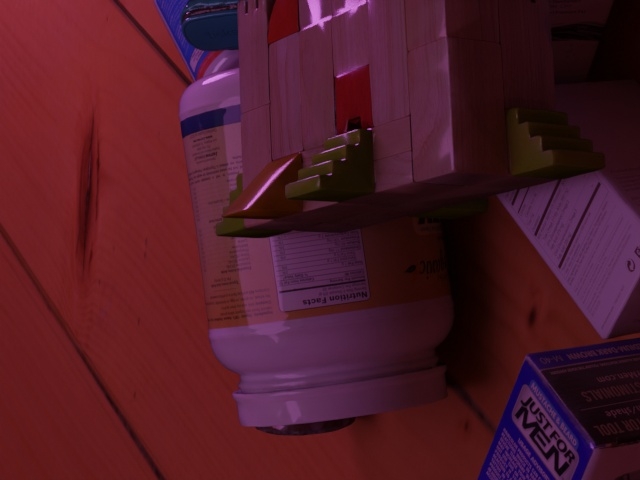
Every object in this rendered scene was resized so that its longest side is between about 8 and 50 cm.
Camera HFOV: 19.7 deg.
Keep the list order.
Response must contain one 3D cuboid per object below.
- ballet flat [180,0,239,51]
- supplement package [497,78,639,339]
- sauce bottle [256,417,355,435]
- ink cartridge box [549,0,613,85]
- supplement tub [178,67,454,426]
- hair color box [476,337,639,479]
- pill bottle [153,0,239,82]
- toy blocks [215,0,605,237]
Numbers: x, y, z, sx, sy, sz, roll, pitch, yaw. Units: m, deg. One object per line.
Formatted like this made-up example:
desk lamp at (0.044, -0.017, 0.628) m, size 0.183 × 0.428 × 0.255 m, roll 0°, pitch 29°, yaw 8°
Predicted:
ballet flat at (-0.015, -0.227, 1.746) m, size 0.247 × 0.087 × 0.083 m, roll 2°, pitch 143°, yaw 24°
supplement package at (0.226, -0.027, 1.397) m, size 0.179 × 0.105 × 0.105 m, roll 58°, pitch 142°, yaw 37°
sauce bottle at (-0.027, 0.020, 1.846) m, size 0.111 × 0.111 × 0.344 m, roll 8°, pitch 104°, yaw 60°
ink cartridge box at (0.162, -0.206, 1.451) m, size 0.203 × 0.086 × 0.148 m, roll 105°, pitch 155°, yaw -42°
supplement tub at (0.000, 0.000, 1.676) m, size 0.228 × 0.228 × 0.316 m, roll -9°, pitch 89°, yaw 61°
hair color box at (0.205, 0.232, 1.411) m, size 0.110 × 0.185 × 0.339 m, roll 56°, pitch 141°, yaw 40°
pill bottle at (-0.102, -0.240, 1.906) m, size 0.221 × 0.124 × 0.124 m, roll 62°, pitch 145°, yaw 31°
toy blocks at (0.048, -0.154, 1.417) m, size 0.381 × 0.191 × 0.260 m, roll -13°, pitch 77°, yaw 56°
